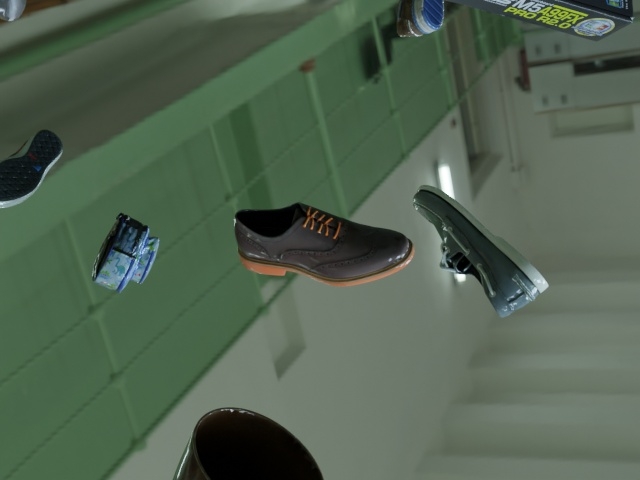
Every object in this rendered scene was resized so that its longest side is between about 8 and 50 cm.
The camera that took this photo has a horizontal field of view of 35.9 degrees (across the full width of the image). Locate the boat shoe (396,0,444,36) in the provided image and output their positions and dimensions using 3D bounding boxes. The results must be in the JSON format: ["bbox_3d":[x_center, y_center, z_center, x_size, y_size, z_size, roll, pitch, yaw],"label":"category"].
[{"bbox_3d":[0.137,-0.363,1.391,0.066,0.066,0.183,-15,-131,38],"label":"boat shoe"}]

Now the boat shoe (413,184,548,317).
[{"bbox_3d":[0.240,0.013,1.654,0.099,0.116,0.319,-46,-133,1],"label":"boat shoe"}]

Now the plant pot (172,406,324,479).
[{"bbox_3d":[-0.142,0.402,1.446,0.215,0.230,0.215,27,-155,-14],"label":"plant pot"}]

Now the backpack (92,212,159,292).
[{"bbox_3d":[-0.304,0.026,1.552,0.084,0.114,0.105,27,171,-11],"label":"backpack"}]

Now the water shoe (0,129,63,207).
[{"bbox_3d":[-0.491,-0.103,1.611,0.080,0.073,0.203,-36,-166,38],"label":"water shoe"}]

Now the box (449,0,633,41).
[{"bbox_3d":[0.231,-0.368,1.068,0.216,0.269,0.060,9,163,-27],"label":"box"}]

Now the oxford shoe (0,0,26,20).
[{"bbox_3d":[-0.413,-0.355,1.157,0.076,0.212,0.076,3,-140,32],"label":"oxford shoe"}]

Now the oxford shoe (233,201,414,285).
[{"bbox_3d":[0.000,0.000,1.447,0.272,0.098,0.096,1,-133,14],"label":"oxford shoe"}]
